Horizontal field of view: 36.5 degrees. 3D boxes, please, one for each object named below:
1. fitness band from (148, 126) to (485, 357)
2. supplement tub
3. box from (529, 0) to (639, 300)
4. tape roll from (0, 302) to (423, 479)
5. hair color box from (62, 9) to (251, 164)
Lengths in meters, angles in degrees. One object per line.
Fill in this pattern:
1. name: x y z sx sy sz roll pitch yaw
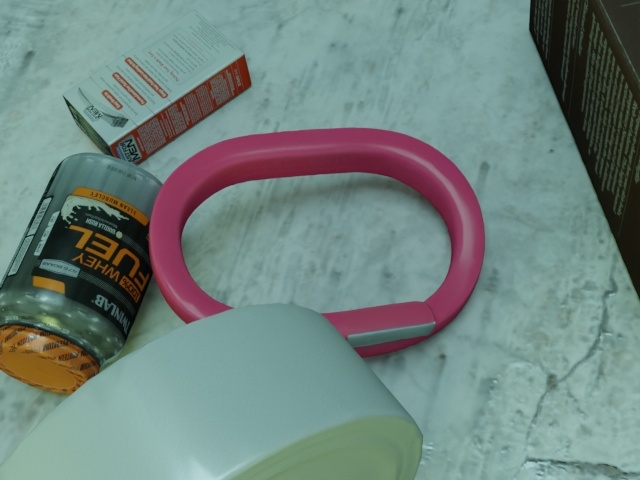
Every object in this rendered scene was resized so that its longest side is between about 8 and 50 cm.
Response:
1. fitness band: 0.000 0.000 0.832 0.290 0.054 0.209 -5 60 -10
2. supplement tub: -0.208 0.029 0.841 0.116 0.117 0.191 8 59 13
3. box: 0.296 -0.130 0.823 0.143 0.191 0.382 -11 57 2
4. tape roll: -0.071 0.176 0.626 0.286 0.286 0.100 -35 58 -14
5. hair color box: -0.165 -0.154 0.992 0.167 0.053 0.093 -36 60 -16
